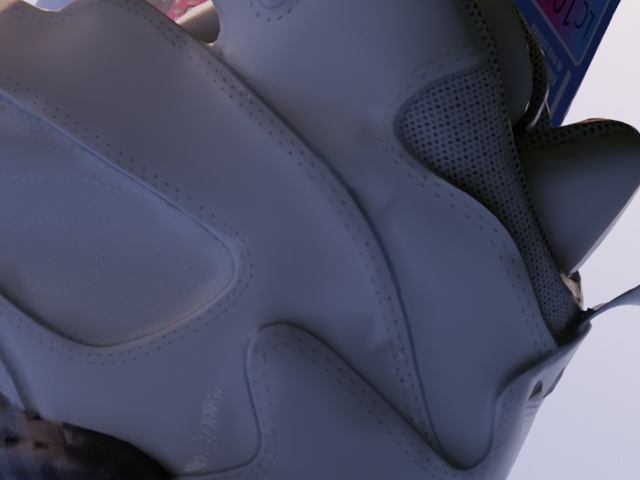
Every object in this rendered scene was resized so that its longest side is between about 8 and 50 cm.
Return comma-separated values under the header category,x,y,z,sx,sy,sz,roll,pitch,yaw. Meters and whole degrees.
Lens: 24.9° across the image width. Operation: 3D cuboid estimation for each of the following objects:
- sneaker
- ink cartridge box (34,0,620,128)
category,x,y,z,sx,sy,sz,roll,pitch,yaw
sneaker,-0.073,-0.044,0.410,0.366,0.210,0.137,41,-170,13
ink cartridge box,-0.052,-0.022,0.735,0.270,0.395,0.151,16,165,42
